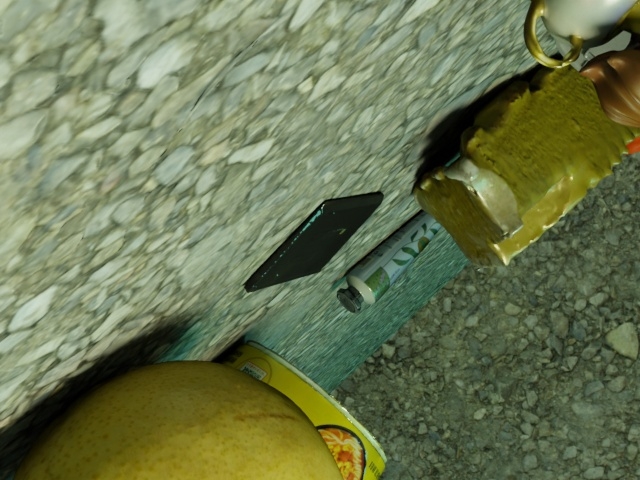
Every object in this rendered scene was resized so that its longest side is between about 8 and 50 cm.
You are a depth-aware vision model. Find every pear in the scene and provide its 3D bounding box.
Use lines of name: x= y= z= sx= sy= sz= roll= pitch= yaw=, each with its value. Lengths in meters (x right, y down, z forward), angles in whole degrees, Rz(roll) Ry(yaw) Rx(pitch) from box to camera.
pear: x=-0.134 y=0.260 z=0.989 sx=0.314 sy=0.314 sz=0.314 roll=-40 pitch=170 yaw=-9

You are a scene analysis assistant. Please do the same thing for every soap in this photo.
soap: x=0.289 y=-0.133 z=1.289 sx=0.338 sy=0.169 sz=0.304 roll=-41 pitch=180 yaw=-6

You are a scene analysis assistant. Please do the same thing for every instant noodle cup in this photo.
instant noodle cup: x=-0.085 y=0.302 z=1.364 sx=0.254 sy=0.325 sz=0.325 roll=-48 pitch=172 yaw=-15

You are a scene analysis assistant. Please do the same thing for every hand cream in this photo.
hand cream: x=0.129 y=0.004 z=1.588 sx=0.271 sy=0.058 sz=0.091 roll=-43 pitch=174 yaw=-22

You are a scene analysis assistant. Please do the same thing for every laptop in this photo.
laptop: x=0.000 y=0.000 z=1.186 sx=0.135 sy=0.016 sz=0.197 roll=-47 pitch=169 yaw=20

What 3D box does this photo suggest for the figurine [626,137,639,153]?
figurine: x=0.494 y=-0.231 z=1.644 sx=0.257 sy=0.181 sz=0.208 roll=-22 pitch=-172 yaw=-43

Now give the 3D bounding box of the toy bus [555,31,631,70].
toy bus: x=0.361 y=-0.261 z=1.156 sx=0.136 sy=0.126 sz=0.209 roll=-46 pitch=172 yaw=-26

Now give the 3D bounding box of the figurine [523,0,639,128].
figurine: x=0.274 y=-0.161 z=0.840 sx=0.189 sy=0.263 sz=0.142 roll=-40 pitch=171 yaw=-2
